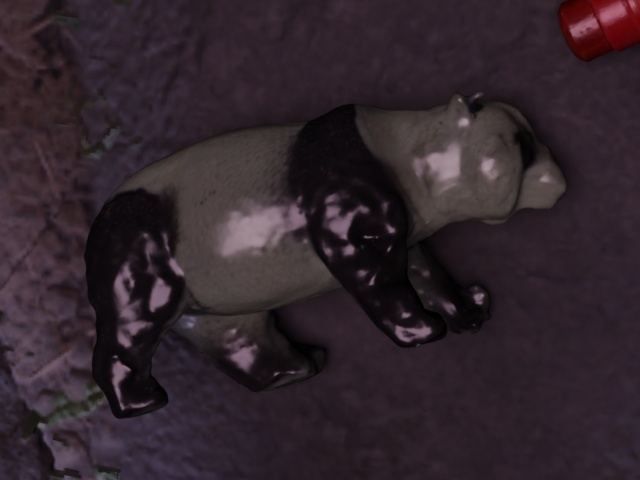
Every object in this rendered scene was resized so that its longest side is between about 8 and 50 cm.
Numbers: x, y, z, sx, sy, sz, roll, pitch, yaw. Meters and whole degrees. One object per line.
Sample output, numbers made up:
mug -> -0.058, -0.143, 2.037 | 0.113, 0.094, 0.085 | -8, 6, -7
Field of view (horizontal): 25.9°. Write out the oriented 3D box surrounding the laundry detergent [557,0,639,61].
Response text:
laundry detergent -> 0.175, -0.130, 0.586 | 0.165, 0.049, 0.097 | -25, 82, 19

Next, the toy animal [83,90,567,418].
toy animal -> 0.000, 0.000, 0.637 | 0.225, 0.094, 0.121 | -16, 83, 19
